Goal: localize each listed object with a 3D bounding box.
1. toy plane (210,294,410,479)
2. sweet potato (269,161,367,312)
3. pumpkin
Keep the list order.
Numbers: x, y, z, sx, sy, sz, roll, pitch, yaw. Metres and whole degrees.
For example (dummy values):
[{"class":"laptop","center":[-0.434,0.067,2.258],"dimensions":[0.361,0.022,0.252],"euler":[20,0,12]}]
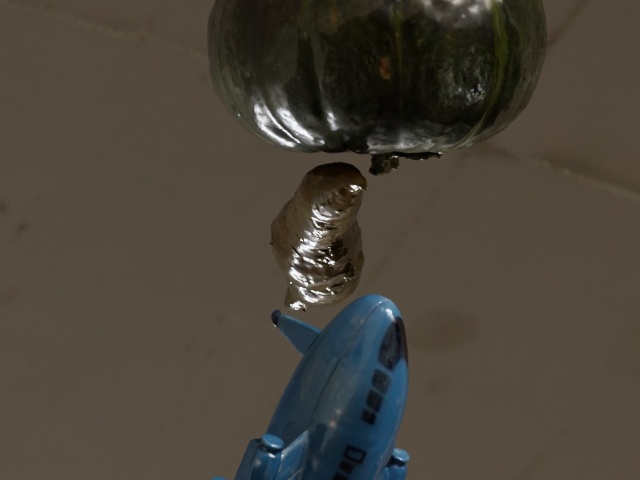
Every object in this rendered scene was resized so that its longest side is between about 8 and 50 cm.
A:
[{"class":"toy plane","center":[-0.015,0.151,1.082],"dimensions":[0.254,0.105,0.271],"euler":[-1,-70,-50]},{"class":"sweet potato","center":[0.000,0.000,1.263],"dimensions":[0.067,0.067,0.274],"euler":[-15,-16,-9]},{"class":"pumpkin","center":[0.036,-0.120,1.216],"dimensions":[0.223,0.223,0.157],"euler":[-4,-85,-19]}]
